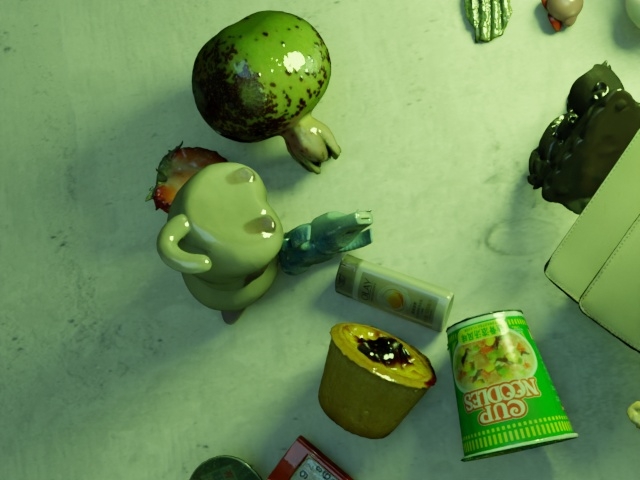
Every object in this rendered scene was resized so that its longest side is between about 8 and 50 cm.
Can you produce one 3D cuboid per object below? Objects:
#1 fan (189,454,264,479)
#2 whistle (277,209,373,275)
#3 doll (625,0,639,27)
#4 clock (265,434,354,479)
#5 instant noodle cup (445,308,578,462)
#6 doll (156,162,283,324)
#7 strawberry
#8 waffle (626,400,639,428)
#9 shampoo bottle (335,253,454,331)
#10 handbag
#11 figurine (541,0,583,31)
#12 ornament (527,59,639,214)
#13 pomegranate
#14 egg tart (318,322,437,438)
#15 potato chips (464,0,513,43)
[{"bbox_3d":[-0.191,0.568,1.462,0.223,0.012,0.294,36,109,7],"label":"fan"},{"bbox_3d":[0.000,0.000,1.435,0.269,0.180,0.093,-25,70,48],"label":"whistle"},{"bbox_3d":[0.638,-0.556,1.274,0.284,0.240,0.309,-7,109,41],"label":"doll"},{"bbox_3d":[-0.011,0.469,1.419,0.155,0.061,0.113,38,95,15],"label":"clock"},{"bbox_3d":[0.317,0.254,1.294,0.207,0.207,0.232,-18,68,14],"label":"instant noodle cup"},{"bbox_3d":[-0.176,0.005,1.394,0.226,0.370,0.215,-34,73,-9],"label":"doll"},{"bbox_3d":[-0.241,-0.119,1.565,0.228,0.098,0.174,2,66,5],"label":"strawberry"},{"bbox_3d":[0.641,0.201,1.151,0.348,0.304,0.077,-54,46,3],"label":"waffle"},{"bbox_3d":[0.141,0.101,1.424,0.228,0.056,0.086,20,119,18],"label":"shampoo bottle"},{"bbox_3d":[0.562,-0.018,1.177,0.237,0.160,0.358,46,121,34],"label":"handbag"},{"bbox_3d":[0.470,-0.453,1.412,0.071,0.067,0.083,-24,91,33],"label":"figurine"},{"bbox_3d":[0.453,-0.200,1.308,0.106,0.260,0.251,24,113,-15],"label":"ornament"},{"bbox_3d":[-0.089,-0.280,1.476,0.285,0.285,0.340,-33,100,10],"label":"pomegranate"},{"bbox_3d":[0.092,0.253,1.355,0.215,0.215,0.170,31,106,19],"label":"egg tart"},{"bbox_3d":[0.334,-0.503,1.482,0.092,0.028,0.207,-9,81,14],"label":"potato chips"}]
